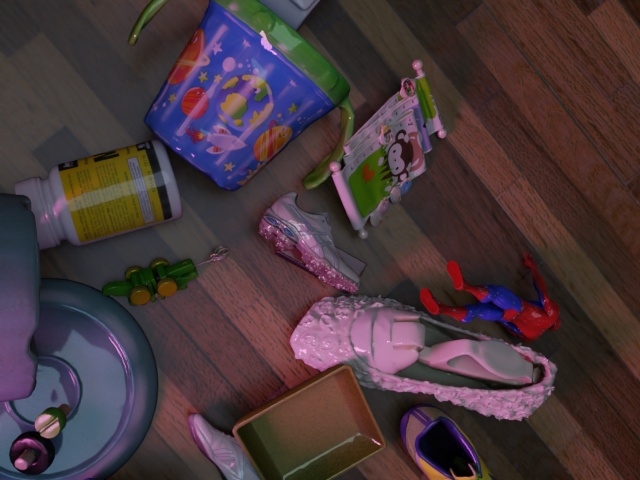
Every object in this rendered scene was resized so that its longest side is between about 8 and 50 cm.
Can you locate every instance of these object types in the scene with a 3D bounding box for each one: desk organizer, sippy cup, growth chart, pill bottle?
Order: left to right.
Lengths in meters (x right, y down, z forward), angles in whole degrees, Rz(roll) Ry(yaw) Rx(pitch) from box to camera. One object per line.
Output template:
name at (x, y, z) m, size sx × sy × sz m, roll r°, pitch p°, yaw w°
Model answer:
pill bottle at (-0.306, -0.060, 1.282) m, size 0.209 × 0.119 × 0.119 m, roll -16°, pitch 92°, yaw -11°
sippy cup at (-0.115, -0.198, 1.281) m, size 0.305 × 0.240 × 0.224 m, roll 40°, pitch 93°, yaw 13°
desk organizer at (0.000, 0.027, 1.378) m, size 0.130 × 0.047 × 0.050 m, roll 29°, pitch 81°, yaw -9°
growth chart at (0.105, -0.129, 1.370) m, size 0.237 × 0.021 × 0.172 m, roll -50°, pitch 134°, yaw -16°

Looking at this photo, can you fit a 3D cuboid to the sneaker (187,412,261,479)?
sneaker at (-0.138, 0.306, 1.348) m, size 0.061 × 0.054 × 0.152 m, roll -39°, pitch 102°, yaw -18°

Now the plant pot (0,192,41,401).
plant pot at (-0.512, 0.071, 1.080) m, size 0.334 × 0.341 × 0.341 m, roll 0°, pitch 89°, yaw -23°

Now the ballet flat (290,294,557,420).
ballet flat at (0.165, 0.159, 1.362) m, size 0.409 × 0.147 × 0.147 m, roll 15°, pitch 86°, yaw -12°

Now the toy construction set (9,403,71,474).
toy construction set at (-0.522, 0.296, 1.144) m, size 0.309 × 0.237 × 0.257 m, roll 23°, pitch 104°, yaw 1°

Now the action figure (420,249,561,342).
action figure at (0.261, 0.072, 1.387) m, size 0.280 × 0.139 × 0.091 m, roll 21°, pitch 124°, yaw -37°

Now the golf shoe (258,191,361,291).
golf shoe at (0.000, 0.000, 1.325) m, size 0.176 × 0.069 × 0.086 m, roll 39°, pitch 72°, yaw -8°

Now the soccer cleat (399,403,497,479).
soccer cleat at (0.222, 0.368, 1.378) m, size 0.093 × 0.121 × 0.289 m, roll -39°, pitch 97°, yaw -9°

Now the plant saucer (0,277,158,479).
plant saucer at (-0.389, 0.212, 1.302) m, size 0.318 × 0.044 × 0.317 m, roll 0°, pitch 90°, yaw -12°

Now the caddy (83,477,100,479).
caddy at (-0.278, 0.483, 1.213) m, size 0.179 × 0.241 × 0.341 m, roll 27°, pitch 85°, yaw -19°

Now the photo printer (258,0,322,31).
photo printer at (-0.083, -0.477, 1.316) m, size 0.307 × 0.107 × 0.256 m, roll 39°, pitch 68°, yaw -6°

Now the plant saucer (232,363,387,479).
plant saucer at (-0.018, 0.274, 1.338) m, size 0.188 × 0.045 × 0.188 m, roll -28°, pitch 125°, yaw -7°

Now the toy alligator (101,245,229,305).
toy alligator at (-0.219, 0.059, 1.335) m, size 0.190 × 0.056 × 0.051 m, roll -17°, pitch 134°, yaw -12°
